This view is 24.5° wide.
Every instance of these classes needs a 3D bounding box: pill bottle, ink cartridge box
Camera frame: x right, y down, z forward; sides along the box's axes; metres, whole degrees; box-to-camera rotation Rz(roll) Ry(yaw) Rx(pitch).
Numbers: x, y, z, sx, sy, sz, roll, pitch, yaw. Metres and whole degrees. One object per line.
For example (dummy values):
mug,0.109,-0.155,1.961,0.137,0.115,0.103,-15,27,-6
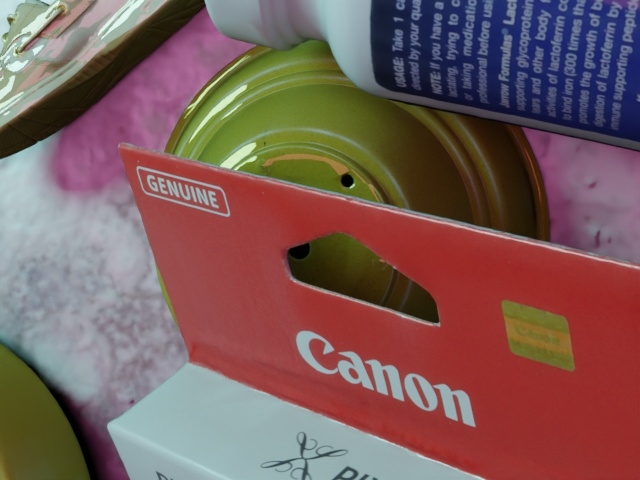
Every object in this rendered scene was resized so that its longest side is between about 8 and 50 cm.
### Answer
pill bottle,0.091,-0.128,0.661,0.264,0.153,0.153,13,99,14
ink cartridge box,0.020,0.106,0.630,0.296,0.066,0.261,15,132,43

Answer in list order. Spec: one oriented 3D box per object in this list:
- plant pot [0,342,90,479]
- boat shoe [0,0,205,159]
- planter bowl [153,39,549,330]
plant pot,-0.279,0.168,0.743,0.254,0.239,0.254,1,92,20
boat shoe,-0.136,-0.105,0.780,0.170,0.063,0.059,-37,82,7
planter bowl,0.000,0.000,0.734,0.217,0.090,0.217,2,97,16
